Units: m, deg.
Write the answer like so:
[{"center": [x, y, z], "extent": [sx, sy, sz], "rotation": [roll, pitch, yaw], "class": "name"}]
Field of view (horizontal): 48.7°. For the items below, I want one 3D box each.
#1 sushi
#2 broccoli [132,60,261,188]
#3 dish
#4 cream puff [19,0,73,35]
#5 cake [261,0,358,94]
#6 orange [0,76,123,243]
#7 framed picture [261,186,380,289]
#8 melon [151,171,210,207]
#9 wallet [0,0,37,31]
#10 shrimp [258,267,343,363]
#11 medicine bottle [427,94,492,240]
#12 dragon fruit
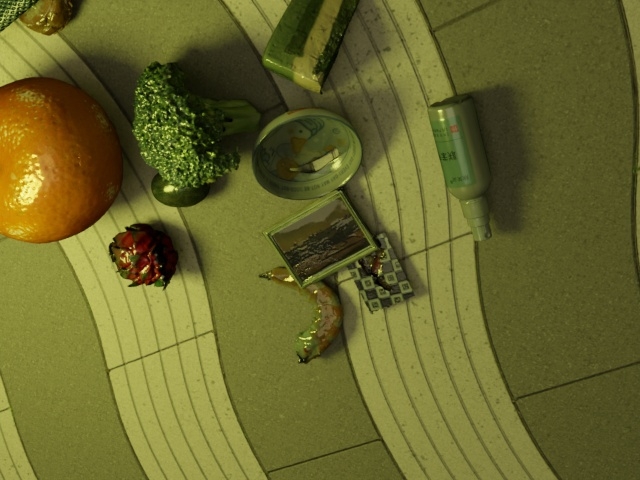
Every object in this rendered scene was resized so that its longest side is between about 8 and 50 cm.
[{"center": [0.154, 0.086, 1.885], "extent": [0.139, 0.031, 0.201], "rotation": [-22, 101, 19], "class": "sushi"}, {"center": [-0.321, -0.268, 1.721], "extent": [0.249, 0.302, 0.375], "rotation": [-54, 56, 18], "class": "broccoli"}, {"center": [-0.040, -0.240, 1.751], "extent": [0.273, 0.133, 0.273], "rotation": [-7, 139, -6], "class": "dish"}, {"center": [-0.682, -0.580, 1.763], "extent": [0.144, 0.103, 0.126], "rotation": [-35, 83, 18], "class": "cream puff"}, {"center": [-0.016, -0.488, 1.629], "extent": [0.158, 0.172, 0.283], "rotation": [26, 111, -1], "class": "cake"}, {"center": [-0.693, -0.201, 1.792], "extent": [0.424, 0.326, 0.424], "rotation": [4, 99, 25], "class": "orange"}, {"center": [0.000, 0.000, 1.847], "extent": [0.252, 0.014, 0.197], "rotation": [-29, 104, 17], "class": "framed picture"}, {"center": [-0.362, -0.144, 1.857], "extent": [0.167, 0.114, 0.114], "rotation": [-5, 109, 13], "class": "melon"}, {"center": [-0.759, -0.633, 1.713], "extent": [0.342, 0.075, 0.237], "rotation": [-28, 63, 20], "class": "wallet"}, {"center": [-0.034, 0.189, 1.943], "extent": [0.185, 0.068, 0.287], "rotation": [-25, 102, 17], "class": "shrimp"}, {"center": [0.351, -0.167, 1.705], "extent": [0.110, 0.110, 0.351], "rotation": [-13, 108, 16], "class": "medicine bottle"}, {"center": [-0.483, 0.043, 1.926], "extent": [0.189, 0.182, 0.182], "rotation": [11, 113, -12], "class": "dragon fruit"}]
